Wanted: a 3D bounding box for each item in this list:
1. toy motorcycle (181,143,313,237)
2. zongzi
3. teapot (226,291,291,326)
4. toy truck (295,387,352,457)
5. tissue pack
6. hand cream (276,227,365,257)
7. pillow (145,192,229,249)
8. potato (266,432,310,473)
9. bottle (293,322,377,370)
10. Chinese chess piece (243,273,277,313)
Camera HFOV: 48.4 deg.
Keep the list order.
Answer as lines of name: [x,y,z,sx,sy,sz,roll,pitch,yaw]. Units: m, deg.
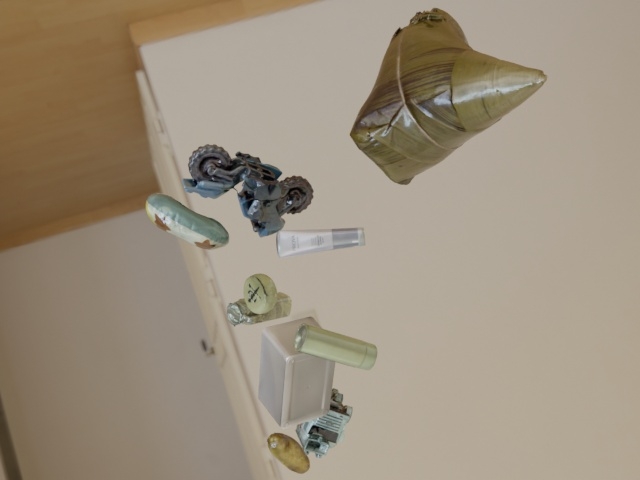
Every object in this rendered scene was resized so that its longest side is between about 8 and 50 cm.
toy motorcycle: [-0.224,-0.135,2.150,0.416,0.172,0.232,18,116,-32]
zongzi: [0.195,-0.237,0.939,0.145,0.274,0.300,35,147,-24]
teapot: [-0.173,0.211,2.117,0.200,0.077,0.107,-7,-157,-44]
toy truck: [-0.009,0.559,2.216,0.133,0.184,0.338,21,180,-11]
tissue pack: [-0.063,0.352,1.893,0.159,0.136,0.246,-10,122,-28]
hand cream: [0.000,0.000,2.031,0.255,0.079,0.048,-6,173,2]
pillow: [-0.339,-0.050,1.828,0.233,0.086,0.214,25,-174,-13]
potato: [-0.053,0.350,1.181,0.045,0.092,0.046,-37,-162,27]
bottle: [0.038,0.263,1.748,0.201,0.072,0.072,19,152,-23]
Chinese chess piece: [-0.125,0.109,1.457,0.034,0.084,0.084,-10,166,-41]
